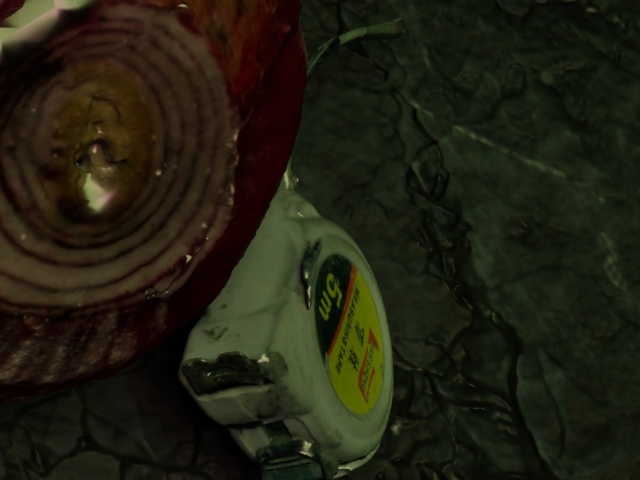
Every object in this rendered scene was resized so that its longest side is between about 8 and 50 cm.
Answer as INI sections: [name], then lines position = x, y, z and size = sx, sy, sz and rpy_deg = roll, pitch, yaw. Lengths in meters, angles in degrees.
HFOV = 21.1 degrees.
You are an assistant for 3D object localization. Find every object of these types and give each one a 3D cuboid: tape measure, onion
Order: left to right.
[onion]
position = -0.139, -0.064, 0.857
size = 0.260, 0.282, 0.337
rpy_deg = 44, 76, -38
[tape measure]
position = -0.001, -0.001, 1.021
size = 0.330, 0.084, 0.164
rpy_deg = -74, 150, -47
